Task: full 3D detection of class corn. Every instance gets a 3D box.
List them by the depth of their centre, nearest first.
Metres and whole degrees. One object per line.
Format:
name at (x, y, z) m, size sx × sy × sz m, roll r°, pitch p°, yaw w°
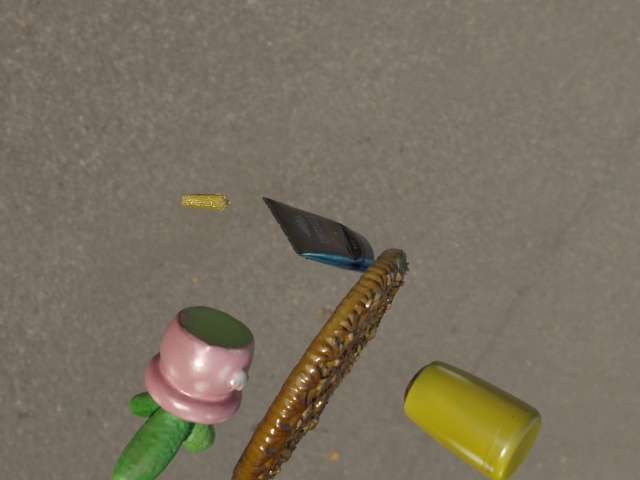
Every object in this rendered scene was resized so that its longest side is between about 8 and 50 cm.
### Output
corn at (-0.193, -0.067, 1.656) m, size 0.083 × 0.027 × 0.028 m, roll 3°, pitch 149°, yaw -7°

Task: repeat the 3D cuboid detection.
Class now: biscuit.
biscuit at (0.006, 0.138, 1.014) m, size 0.305 × 0.038 × 0.305 m, roll -55°, pitch 172°, yaw -12°

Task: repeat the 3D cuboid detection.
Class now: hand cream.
hand cream at (0.000, 0.000, 1.627) m, size 0.061 × 0.120 × 0.270 m, roll -40°, pitch 153°, yaw 19°

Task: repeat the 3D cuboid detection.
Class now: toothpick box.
toothpick box at (0.314, 0.373, 2.075) m, size 0.175 × 0.271 × 0.175 m, roll -40°, pitch 147°, yaw -33°

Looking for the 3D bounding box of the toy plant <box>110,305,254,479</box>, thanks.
toy plant at (-0.284, 0.322, 1.998) m, size 0.356 × 0.210 × 0.317 m, roll -60°, pitch 164°, yaw 22°
